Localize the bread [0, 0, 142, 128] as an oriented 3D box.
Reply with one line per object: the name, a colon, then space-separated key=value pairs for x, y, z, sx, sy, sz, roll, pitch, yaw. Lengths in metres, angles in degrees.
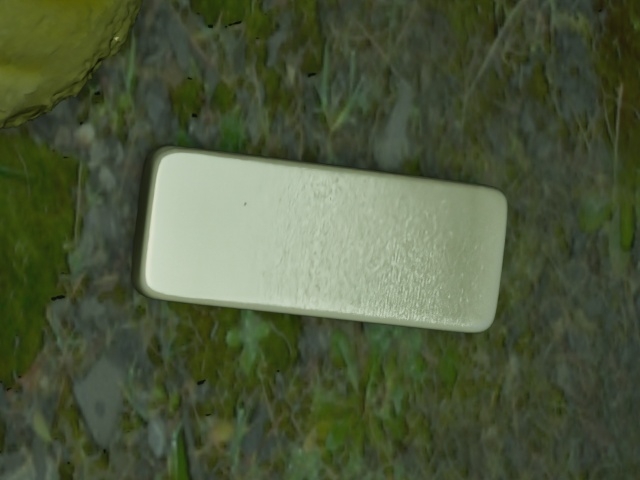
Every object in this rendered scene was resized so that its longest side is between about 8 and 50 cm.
bread: x=-0.286 y=-0.229 z=1.448 sx=0.320 sy=0.237 sz=0.321 roll=-6 pitch=102 yaw=-32

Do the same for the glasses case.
glasses case: x=0.000 y=0.000 z=1.638 sx=0.312 sy=0.070 sz=0.131 roll=6 pitch=91 yaw=-14
